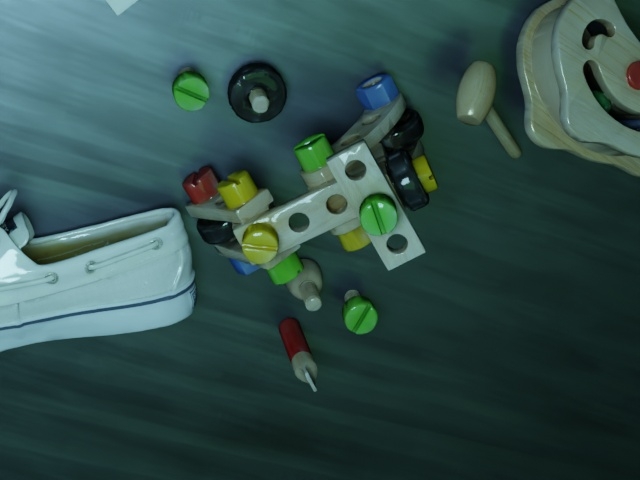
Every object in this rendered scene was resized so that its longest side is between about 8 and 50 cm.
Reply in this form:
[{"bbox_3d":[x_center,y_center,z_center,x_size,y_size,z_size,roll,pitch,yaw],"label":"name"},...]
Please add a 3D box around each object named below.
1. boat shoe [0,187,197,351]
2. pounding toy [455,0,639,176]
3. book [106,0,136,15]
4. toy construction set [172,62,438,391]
[{"bbox_3d":[-0.303,0.021,1.794,0.367,0.136,0.157,-7,113,-10],"label":"boat shoe"},{"bbox_3d":[0.258,-0.159,1.859,0.269,0.155,0.154,15,80,-25],"label":"pounding toy"},{"bbox_3d":[-0.198,-0.299,1.743,0.096,0.035,0.144,-37,112,1],"label":"book"},{"bbox_3d":[0.000,0.000,1.783,0.257,0.237,0.309,-5,113,-8],"label":"toy construction set"}]
